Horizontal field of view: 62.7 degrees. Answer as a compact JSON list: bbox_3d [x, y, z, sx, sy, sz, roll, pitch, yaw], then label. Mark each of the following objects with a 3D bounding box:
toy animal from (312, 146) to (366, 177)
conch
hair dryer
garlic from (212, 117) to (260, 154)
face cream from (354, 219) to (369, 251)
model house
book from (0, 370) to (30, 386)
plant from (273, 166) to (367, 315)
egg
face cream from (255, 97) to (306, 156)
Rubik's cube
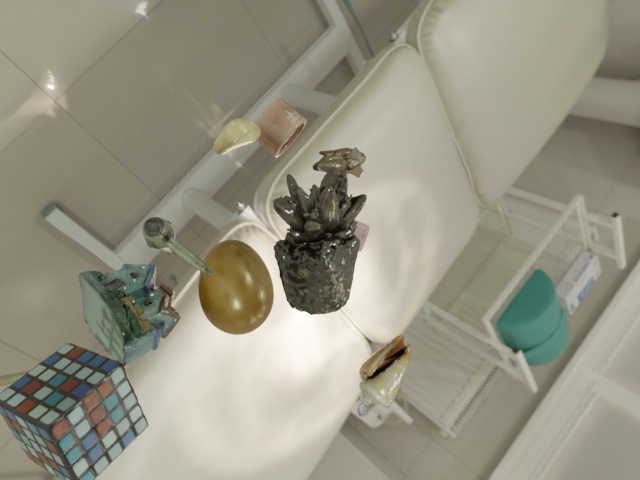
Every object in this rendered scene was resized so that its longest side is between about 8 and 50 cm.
[{"bbox_3d":[0.048,-0.240,1.587,0.188,0.179,0.089,-10,107,-19],"label":"toy animal"},{"bbox_3d":[0.202,0.432,1.715,0.158,0.127,0.255,51,53,-7],"label":"conch"},{"bbox_3d":[-0.405,0.026,1.489,0.224,0.219,0.088,41,76,-11],"label":"hair dryer"},{"bbox_3d":[-0.134,-0.167,0.836,0.083,0.053,0.041,-32,88,-8],"label":"garlic"},{"bbox_3d":[0.041,-0.039,1.512,0.057,0.198,0.084,-11,122,-68],"label":"face cream"},{"bbox_3d":[-0.617,0.223,1.833,0.329,0.294,0.252,-23,139,-45],"label":"model house"},{"bbox_3d":[-0.767,0.326,1.168,0.162,0.232,0.022,-11,84,2],"label":"book"},{"bbox_3d":[0.000,0.000,1.197,0.181,0.193,0.321,-35,129,-55],"label":"plant"},{"bbox_3d":[-0.284,0.157,1.765,0.250,0.250,0.323,-12,96,-36],"label":"egg"},{"bbox_3d":[-0.127,-0.342,1.595,0.104,0.149,0.149,40,80,-1],"label":"face cream"},{"bbox_3d":[-0.495,0.346,1.057,0.182,0.184,0.187,-43,132,-45],"label":"Rubik's cube"}]
